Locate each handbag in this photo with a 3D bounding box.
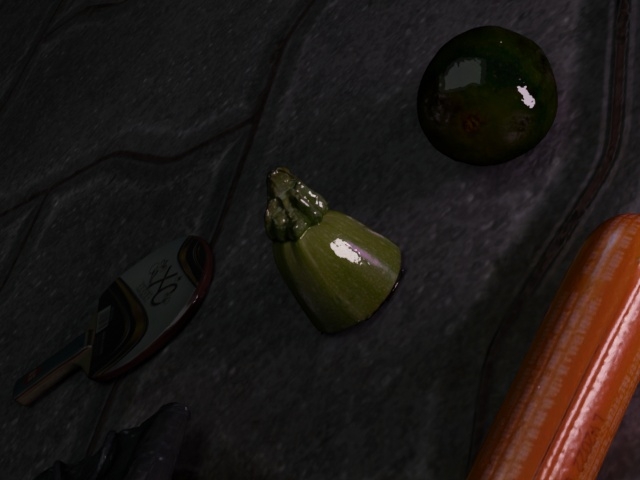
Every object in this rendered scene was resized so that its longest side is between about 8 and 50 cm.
[{"bbox_3d":[-0.226,0.255,0.983,0.270,0.088,0.175,-31,27,28],"label":"handbag"}]

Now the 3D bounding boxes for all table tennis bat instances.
[{"bbox_3d":[-0.233,0.098,1.220,0.301,0.022,0.173,-33,33,21],"label":"table tennis bat"}]

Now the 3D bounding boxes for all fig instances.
[{"bbox_3d":[0.146,-0.141,0.928,0.117,0.117,0.177,-24,28,36],"label":"fig"}]

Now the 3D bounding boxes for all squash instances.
[{"bbox_3d":[-0.008,0.003,0.924,0.105,0.132,0.105,-33,32,24],"label":"squash"}]

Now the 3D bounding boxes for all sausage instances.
[{"bbox_3d":[0.167,0.072,0.683,0.071,0.071,0.234,3,57,53],"label":"sausage"}]
